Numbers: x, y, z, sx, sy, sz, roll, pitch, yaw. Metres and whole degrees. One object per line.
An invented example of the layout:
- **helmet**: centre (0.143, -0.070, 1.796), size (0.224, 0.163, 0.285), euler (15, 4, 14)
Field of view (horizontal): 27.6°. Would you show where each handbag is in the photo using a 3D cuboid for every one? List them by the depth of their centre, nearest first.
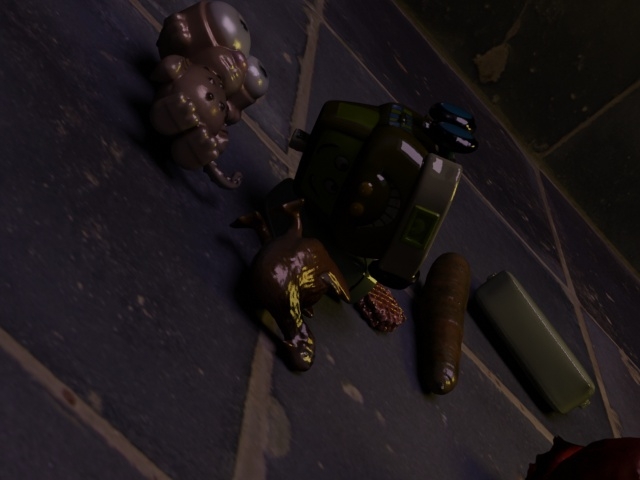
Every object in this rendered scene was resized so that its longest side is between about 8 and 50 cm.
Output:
- **handbag**: centre (0.339, 0.160, 2.055), size (0.256, 0.079, 0.219), euler (55, 7, 11)

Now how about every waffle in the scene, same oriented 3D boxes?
- **waffle**: centre (0.071, 0.080, 1.618), size (0.075, 0.029, 0.083), euler (51, 21, 7)

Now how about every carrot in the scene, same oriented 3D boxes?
- **carrot**: centre (0.160, 0.112, 1.726), size (0.070, 0.070, 0.342), euler (47, 24, -14)

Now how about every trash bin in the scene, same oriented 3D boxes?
- **trash bin**: centre (0.000, 0.000, 1.553), size (0.130, 0.059, 0.116), euler (38, 20, -34)

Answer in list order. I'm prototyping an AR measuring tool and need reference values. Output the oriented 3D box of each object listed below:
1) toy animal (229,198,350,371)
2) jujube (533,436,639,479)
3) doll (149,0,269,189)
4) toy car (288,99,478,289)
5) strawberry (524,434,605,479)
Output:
- **toy animal**: centre (-0.020, 0.051, 1.386), size (0.188, 0.089, 0.179), euler (5, 66, -67)
- **jujube**: centre (0.277, 0.305, 1.325), size (0.174, 0.250, 0.174), euler (40, 21, -19)
- **doll**: centre (-0.132, -0.170, 1.482), size (0.154, 0.119, 0.278), euler (57, 19, -31)
- **toy car**: centre (0.056, -0.078, 1.512), size (0.198, 0.204, 0.248), euler (22, 20, -5)
- **strawberry**: centre (0.319, 0.390, 1.513), size (0.233, 0.137, 0.306), euler (28, 49, -11)
